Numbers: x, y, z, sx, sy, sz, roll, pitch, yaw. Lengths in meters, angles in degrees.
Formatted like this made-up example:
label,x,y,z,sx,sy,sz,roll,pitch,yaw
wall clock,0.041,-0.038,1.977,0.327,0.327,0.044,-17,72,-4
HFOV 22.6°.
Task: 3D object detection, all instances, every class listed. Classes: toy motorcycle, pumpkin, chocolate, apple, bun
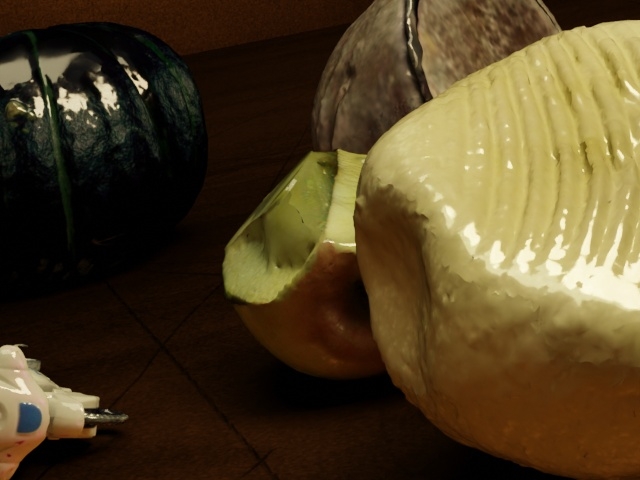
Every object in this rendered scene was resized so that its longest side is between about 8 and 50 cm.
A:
label,x,y,z,sx,sy,sz,roll,pitch,yaw
toy motorcycle,-0.266,0.123,1.223,0.221,0.102,0.150,5,-1,35
pumpkin,-0.306,-0.096,1.736,0.363,0.266,0.363,-12,12,3
chocolate,0.105,-0.113,1.544,0.213,0.303,0.303,-24,3,37
apple,0.026,0.024,1.259,0.207,0.173,0.188,-7,35,1
bun,0.198,0.024,1.008,0.352,0.227,0.349,-1,39,9
